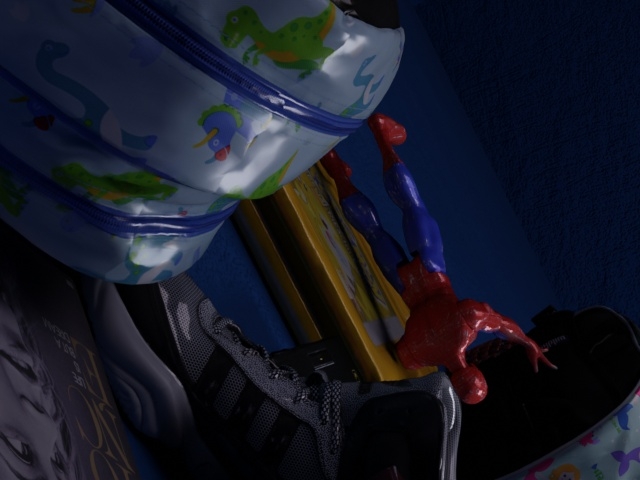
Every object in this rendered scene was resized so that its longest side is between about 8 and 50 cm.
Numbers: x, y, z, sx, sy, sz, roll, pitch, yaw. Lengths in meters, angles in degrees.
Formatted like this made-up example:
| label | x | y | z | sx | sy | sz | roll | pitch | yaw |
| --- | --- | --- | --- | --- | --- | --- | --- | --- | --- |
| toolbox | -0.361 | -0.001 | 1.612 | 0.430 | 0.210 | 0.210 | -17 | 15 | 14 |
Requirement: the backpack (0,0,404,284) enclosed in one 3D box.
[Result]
| label | x | y | z | sx | sy | sz | roll | pitch | yaw |
| --- | --- | --- | --- | --- | --- | --- | --- | --- | --- |
| backpack | -0.086 | -0.124 | 0.978 | 0.290 | 0.273 | 0.355 | 43 | -5 | -11 |

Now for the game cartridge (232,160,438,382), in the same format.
| label | x | y | z | sx | sy | sz | roll | pitch | yaw |
| --- | --- | --- | --- | --- | --- | --- | --- | --- | --- |
| game cartridge | 0.000 | 0.000 | 1.611 | 0.285 | 0.052 | 0.323 | 62 | 11 | 5 |

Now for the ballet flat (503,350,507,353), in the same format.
| label | x | y | z | sx | sy | sz | roll | pitch | yaw |
| --- | --- | --- | --- | --- | --- | --- | --- | --- | --- |
| ballet flat | 0.185 | 0.212 | 1.853 | 0.077 | 0.079 | 0.222 | -65 | 138 | -62 |

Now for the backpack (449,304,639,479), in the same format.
| label | x | y | z | sx | sy | sz | roll | pitch | yaw |
| --- | --- | --- | --- | --- | --- | --- | --- | --- | --- |
| backpack | 0.214 | 0.184 | 1.668 | 0.191 | 0.225 | 0.253 | 58 | 3 | -8 |

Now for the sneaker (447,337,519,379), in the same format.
| label | x | y | z | sx | sy | sz | roll | pitch | yaw |
| --- | --- | --- | --- | --- | --- | --- | --- | --- | --- |
| sneaker | 0.185 | 0.174 | 1.995 | 0.093 | 0.088 | 0.225 | 61 | 19 | -24 |

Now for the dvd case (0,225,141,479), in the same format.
| label | x | y | z | sx | sy | sz | roll | pitch | yaw |
| --- | --- | --- | --- | --- | --- | --- | --- | --- | --- |
| dvd case | -0.126 | 0.079 | 0.875 | 0.164 | 0.018 | 0.221 | 45 | 19 | -58 |

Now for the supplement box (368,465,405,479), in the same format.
| label | x | y | z | sx | sy | sz | roll | pitch | yaw |
| --- | --- | --- | --- | --- | --- | --- | --- | --- | --- |
| supplement box | 0.041 | 0.229 | 0.977 | 0.239 | 0.130 | 0.073 | 52 | 14 | -39 |

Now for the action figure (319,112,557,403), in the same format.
| label | x | y | z | sx | sy | sz | roll | pitch | yaw |
| --- | --- | --- | --- | --- | --- | --- | --- | --- | --- |
| action figure | 0.097 | 0.036 | 1.605 | 0.139 | 0.091 | 0.280 | 39 | 22 | -45 |

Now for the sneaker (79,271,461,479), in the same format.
| label | x | y | z | sx | sy | sz | roll | pitch | yaw |
| --- | --- | --- | --- | --- | --- | --- | --- | --- | --- |
| sneaker | -0.012 | 0.084 | 1.034 | 0.269 | 0.153 | 0.101 | 62 | 10 | 3 |

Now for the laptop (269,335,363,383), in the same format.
| label | x | y | z | sx | sy | sz | roll | pitch | yaw |
| --- | --- | --- | --- | --- | --- | --- | --- | --- | --- |
| laptop | 0.101 | 0.158 | 1.278 | 0.264 | 0.136 | 0.234 | 62 | 9 | 5 |
